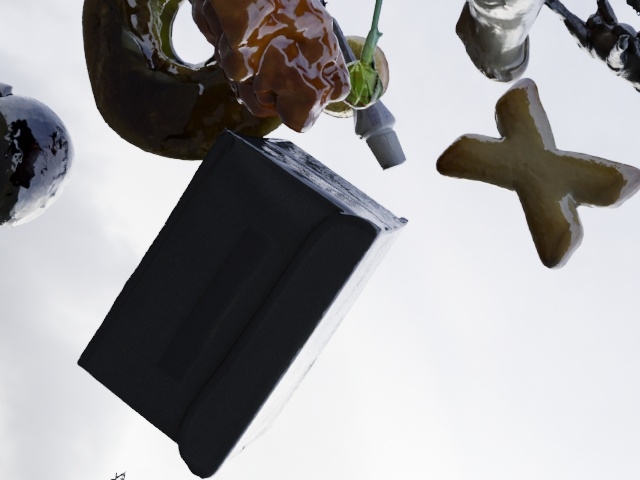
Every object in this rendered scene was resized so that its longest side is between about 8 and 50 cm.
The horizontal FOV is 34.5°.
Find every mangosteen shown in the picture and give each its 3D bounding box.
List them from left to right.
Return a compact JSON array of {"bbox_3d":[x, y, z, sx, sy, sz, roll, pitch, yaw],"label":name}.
[{"bbox_3d":[-0.484,-0.136,1.501,0.250,0.211,0.211,38,-37,0],"label":"mangosteen"}]

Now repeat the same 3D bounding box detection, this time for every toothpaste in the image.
[{"bbox_3d":[0.056,-0.240,1.615,0.099,0.068,0.282,-30,-93,52],"label":"toothpaste"}]

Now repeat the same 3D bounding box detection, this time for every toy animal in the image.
[{"bbox_3d":[0.384,-0.261,1.359,0.232,0.084,0.148,44,-10,39],"label":"toy animal"}]

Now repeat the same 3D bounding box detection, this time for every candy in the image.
[{"bbox_3d":[0.064,-0.262,1.314,0.062,0.058,0.194,21,-68,23],"label":"candy"}]

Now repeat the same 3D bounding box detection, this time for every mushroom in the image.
[{"bbox_3d":[0.136,-0.206,0.783,0.225,0.093,0.116,94,0,-76],"label":"mushroom"}]

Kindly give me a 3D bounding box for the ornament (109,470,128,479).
[{"bbox_3d":[-0.269,0.341,1.279,0.028,0.073,0.125,31,-74,29],"label":"ornament"}]

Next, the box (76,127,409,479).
[{"bbox_3d":[-0.083,0.063,1.229,0.204,0.251,0.345,36,-79,9],"label":"box"}]

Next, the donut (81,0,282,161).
[{"bbox_3d":[-0.154,-0.269,1.315,0.160,0.329,0.330,-99,-178,-80],"label":"donut"}]

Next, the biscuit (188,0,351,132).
[{"bbox_3d":[-0.087,-0.271,0.878,0.318,0.110,0.312,-117,-178,-61],"label":"biscuit"}]

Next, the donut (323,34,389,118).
[{"bbox_3d":[0.043,-0.286,1.784,0.058,0.151,0.152,-17,94,-78],"label":"donut"}]

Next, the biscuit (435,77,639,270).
[{"bbox_3d":[0.260,-0.085,1.236,0.208,0.164,0.047,45,-1,24],"label":"biscuit"}]
